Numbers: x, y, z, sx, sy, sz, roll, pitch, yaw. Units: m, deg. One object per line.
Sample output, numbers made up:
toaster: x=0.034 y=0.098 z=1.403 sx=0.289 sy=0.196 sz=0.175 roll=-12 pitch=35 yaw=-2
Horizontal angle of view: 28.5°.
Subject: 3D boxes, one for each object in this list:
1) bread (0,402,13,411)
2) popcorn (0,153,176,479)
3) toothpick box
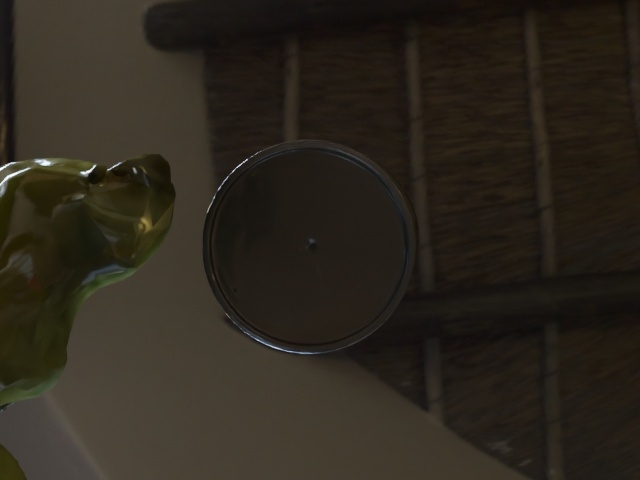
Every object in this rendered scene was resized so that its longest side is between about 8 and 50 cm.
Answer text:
bread: x=-0.348 y=0.048 z=1.116 sx=0.040 sy=0.267 sz=0.267 roll=0 pitch=-92 yaw=49
popcorn: x=-0.247 y=0.026 z=0.418 sx=0.335 sy=0.279 sz=0.274 roll=-39 pitch=-151 yaw=15
toothpick box: x=0.000 y=0.000 z=0.703 sx=0.111 sy=0.181 sz=0.111 roll=0 pitch=-88 yaw=4
